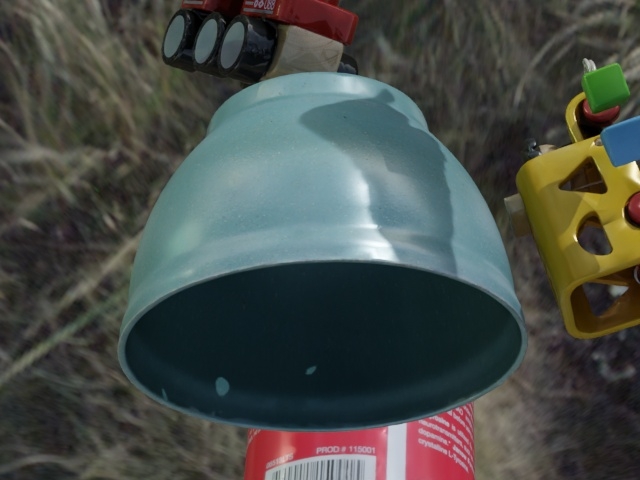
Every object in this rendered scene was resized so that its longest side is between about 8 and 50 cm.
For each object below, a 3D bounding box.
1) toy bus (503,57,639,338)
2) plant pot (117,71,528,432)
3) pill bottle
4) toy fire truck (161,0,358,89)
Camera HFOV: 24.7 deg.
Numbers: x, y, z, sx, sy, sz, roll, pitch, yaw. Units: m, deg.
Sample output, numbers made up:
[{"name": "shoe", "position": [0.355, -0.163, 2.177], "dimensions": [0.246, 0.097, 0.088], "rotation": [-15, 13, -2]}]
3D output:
[{"name": "toy bus", "position": [0.193, -0.028, 1.093], "dimensions": [0.104, 0.202, 0.191], "rotation": [-19, 98, 4]}, {"name": "plant pot", "position": [0.000, 0.000, 1.095], "dimensions": [0.293, 0.293, 0.196], "rotation": [-3, 60, 3]}, {"name": "pill bottle", "position": [0.042, 0.186, 1.480], "dimensions": [0.229, 0.229, 0.407], "rotation": [1, 52, 4]}, {"name": "toy fire truck", "position": [-0.049, -0.264, 1.347], "dimensions": [0.158, 0.217, 0.246], "rotation": [17, 92, -28]}]
